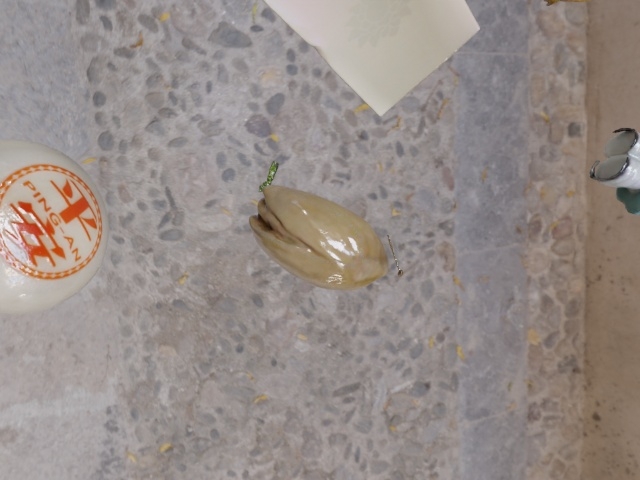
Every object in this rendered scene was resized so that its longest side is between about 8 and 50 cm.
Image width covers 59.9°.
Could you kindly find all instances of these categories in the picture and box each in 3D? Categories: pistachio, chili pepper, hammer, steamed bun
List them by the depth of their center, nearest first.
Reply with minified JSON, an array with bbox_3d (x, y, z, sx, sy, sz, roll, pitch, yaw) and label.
[{"bbox_3d":[-0.376,-0.017,0.726,0.232,0.145,0.232,-3,93,-58],"label":"steamed bun"},{"bbox_3d":[0.000,0.000,1.090,0.293,0.181,0.162,24,105,-2],"label":"pistachio"},{"bbox_3d":[-0.120,-0.146,1.301,0.022,0.027,0.083,27,88,3],"label":"chili pepper"},{"bbox_3d":[0.193,0.039,1.457,0.014,0.029,0.123,-8,61,-14],"label":"hammer"}]

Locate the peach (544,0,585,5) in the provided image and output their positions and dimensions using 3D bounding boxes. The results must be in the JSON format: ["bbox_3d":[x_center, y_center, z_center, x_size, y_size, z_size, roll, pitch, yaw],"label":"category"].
[{"bbox_3d":[0.381,-0.489,0.783,0.361,0.258,0.201,-15,66,-3],"label":"peach"}]

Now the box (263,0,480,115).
[{"bbox_3d":[-0.010,-0.213,0.375,0.095,0.212,0.168,-41,147,19],"label":"box"}]

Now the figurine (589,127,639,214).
[{"bbox_3d":[0.207,-0.030,0.319,0.106,0.047,0.060,26,64,-15],"label":"figurine"}]
